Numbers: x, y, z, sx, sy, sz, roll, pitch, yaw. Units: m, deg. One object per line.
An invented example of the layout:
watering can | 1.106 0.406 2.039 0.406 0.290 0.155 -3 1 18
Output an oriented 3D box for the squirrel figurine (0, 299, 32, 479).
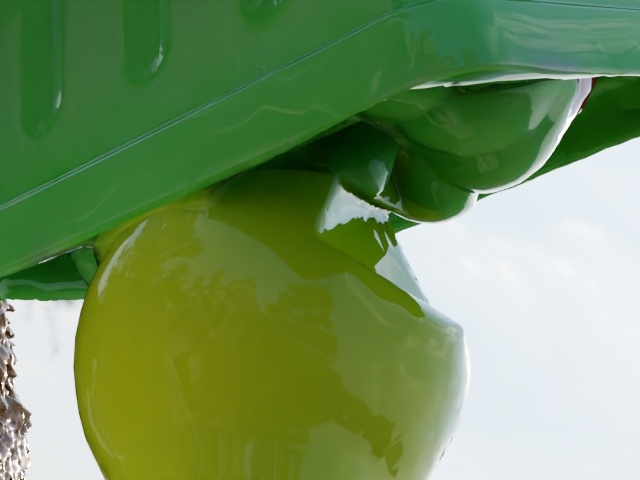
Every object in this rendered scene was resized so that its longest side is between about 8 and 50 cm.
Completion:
squirrel figurine | -0.370 0.115 1.436 0.397 0.281 0.370 8 40 -41

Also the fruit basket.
fruit basket | 0.000 0.000 0.883 0.392 0.392 0.283 11 10 43
